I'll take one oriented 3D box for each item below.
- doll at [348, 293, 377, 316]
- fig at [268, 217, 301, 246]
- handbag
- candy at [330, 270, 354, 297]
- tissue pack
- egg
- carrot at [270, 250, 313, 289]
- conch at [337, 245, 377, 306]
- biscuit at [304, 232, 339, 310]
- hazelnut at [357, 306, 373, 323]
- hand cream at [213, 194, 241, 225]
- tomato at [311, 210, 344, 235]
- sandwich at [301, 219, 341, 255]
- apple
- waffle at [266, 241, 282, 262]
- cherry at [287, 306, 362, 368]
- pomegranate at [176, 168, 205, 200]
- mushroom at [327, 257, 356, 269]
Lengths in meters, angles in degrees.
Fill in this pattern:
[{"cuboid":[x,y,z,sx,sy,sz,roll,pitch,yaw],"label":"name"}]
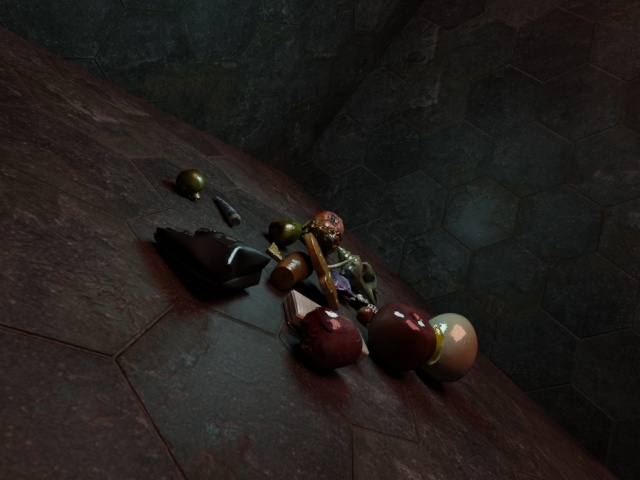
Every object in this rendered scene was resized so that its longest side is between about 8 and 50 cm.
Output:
[{"cuboid":[0.220,0.326,2.100,0.220,0.067,0.091,34,9,-13],"label":"doll"},{"cuboid":[-0.177,-0.042,2.100,0.166,0.154,0.143,-4,77,-24],"label":"fig"},{"cuboid":[-0.339,0.038,1.324,0.288,0.152,0.342,29,8,14],"label":"handbag"},{"cuboid":[0.094,0.216,2.098,0.145,0.070,0.275,27,11,-9],"label":"candy"},{"cuboid":[0.019,0.311,1.525,0.326,0.071,0.170,35,14,-21],"label":"tissue pack"},{"cuboid":[0.587,0.493,1.955,0.283,0.345,0.283,34,-26,19],"label":"egg"},{"cuboid":[-0.107,0.119,1.736,0.139,0.138,0.302,39,13,1],"label":"carrot"},{"cuboid":[0.202,0.191,2.347,0.170,0.203,0.385,10,-45,60],"label":"conch"},{"cuboid":[0.011,0.130,1.825,0.275,0.052,0.354,-97,167,-76],"label":"biscuit"},{"cuboid":[0.214,0.352,1.973,0.086,0.086,0.086,37,12,-9],"label":"hazelnut"},{"cuboid":[-0.430,-0.138,1.937,0.088,0.055,0.256,35,5,-40],"label":"hand cream"},{"cuboid":[0.044,-0.081,2.823,0.232,0.188,0.231,19,49,-24],"label":"tomato"},{"cuboid":[0.000,0.000,2.443,0.250,0.162,0.301,50,-21,-11],"label":"sandwich"},{"cuboid":[0.329,0.400,1.740,0.306,0.235,0.305,34,14,-10],"label":"apple"},{"cuboid":[-0.200,0.056,1.947,0.098,0.023,0.152,39,11,-6],"label":"waffle"},{"cuboid":[0.037,0.314,1.328,0.250,0.175,0.192,32,0,-25],"label":"cherry"},{"cuboid":[-0.557,-0.243,1.792,0.130,0.130,0.130,37,12,-9],"label":"pomegranate"},{"cuboid":[0.052,0.121,2.186,0.307,0.068,0.043,1,59,-31],"label":"mushroom"}]
